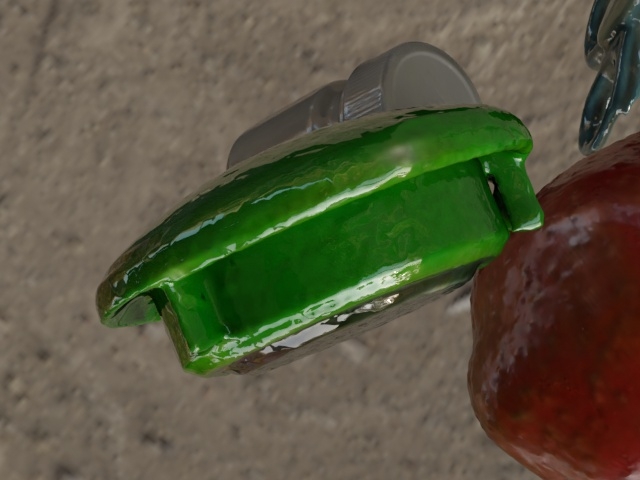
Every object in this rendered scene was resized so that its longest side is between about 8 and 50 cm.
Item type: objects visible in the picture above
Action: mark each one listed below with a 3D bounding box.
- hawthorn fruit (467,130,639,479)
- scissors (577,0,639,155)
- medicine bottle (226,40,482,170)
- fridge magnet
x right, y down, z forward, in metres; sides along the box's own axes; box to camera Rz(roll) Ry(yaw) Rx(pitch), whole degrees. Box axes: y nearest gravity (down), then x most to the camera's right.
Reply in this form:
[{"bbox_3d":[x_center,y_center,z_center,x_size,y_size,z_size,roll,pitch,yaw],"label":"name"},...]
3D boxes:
[{"bbox_3d":[0.192,0.030,0.976,0.205,0.205,0.253,36,137,-2],"label":"hawthorn fruit"},{"bbox_3d":[0.204,-0.164,1.088,0.041,0.138,0.289,15,150,-4],"label":"scissors"},{"bbox_3d":[0.022,-0.059,1.254,0.168,0.105,0.105,-26,110,43],"label":"medicine bottle"},{"bbox_3d":[0.000,0.000,0.813,0.208,0.208,0.088,-27,83,41],"label":"fridge magnet"}]
